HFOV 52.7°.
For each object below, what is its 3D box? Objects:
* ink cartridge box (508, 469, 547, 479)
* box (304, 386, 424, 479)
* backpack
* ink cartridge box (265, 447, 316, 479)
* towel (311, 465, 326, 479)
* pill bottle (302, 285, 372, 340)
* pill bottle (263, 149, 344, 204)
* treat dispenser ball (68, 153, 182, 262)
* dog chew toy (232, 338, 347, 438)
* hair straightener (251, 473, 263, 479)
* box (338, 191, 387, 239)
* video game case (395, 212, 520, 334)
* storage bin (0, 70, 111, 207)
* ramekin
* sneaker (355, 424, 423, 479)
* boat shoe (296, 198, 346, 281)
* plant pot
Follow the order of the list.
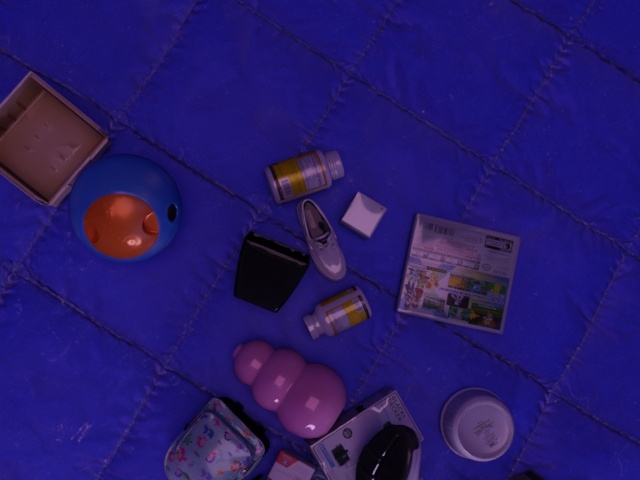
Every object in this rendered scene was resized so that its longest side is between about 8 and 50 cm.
[{"bbox_3d":[0.630,0.789,1.803,0.088,0.193,0.234,-18,88,-6],"label":"ink cartridge box"},{"bbox_3d":[0.122,0.556,1.805,0.290,0.087,0.169,-28,89,-15],"label":"box"},{"bbox_3d":[-0.289,0.578,1.736,0.225,0.191,0.253,43,92,10],"label":"backpack"},{"bbox_3d":[-0.094,0.674,1.796,0.109,0.063,0.150,27,85,9],"label":"ink cartridge box"},{"bbox_3d":[0.015,0.662,1.833,0.067,0.029,0.119,31,83,-4],"label":"towel"},{"bbox_3d":[0.045,0.210,1.832,0.184,0.103,0.103,-25,89,-7],"label":"pill bottle"},{"bbox_3d":[-0.046,-0.187,1.844,0.215,0.117,0.117,-19,88,-7],"label":"pill bottle"},{"bbox_3d":[-0.513,-0.085,1.707,0.288,0.288,0.288,0,86,-6],"label":"treat dispenser ball"},{"bbox_3d":[-0.095,0.389,1.765,0.332,0.206,0.206,33,83,6],"label":"dog chew toy"},{"bbox_3d":[-0.245,0.731,1.793,0.230,0.047,0.089,-43,91,-7],"label":"hair straightener"},{"bbox_3d":[0.121,-0.070,1.867,0.102,0.087,0.101,32,83,-3],"label":"box"},{"bbox_3d":[0.408,0.098,1.911,0.329,0.036,0.300,13,85,-5],"label":"video game case"},{"bbox_3d":[-0.765,-0.269,1.776,0.260,0.123,0.262,39,83,-1],"label":"storage bin"},{"bbox_3d":[0.454,0.529,1.847,0.207,0.109,0.207,0,86,-6],"label":"ramekin"},{"bbox_3d":[0.234,0.666,1.735,0.258,0.169,0.447,-1,116,-32],"label":"sneaker"},{"bbox_3d":[0.000,0.000,1.852,0.095,0.084,0.258,-29,89,-7],"label":"boat shoe"},{"bbox_3d":[-0.148,0.092,1.790,0.188,0.187,0.167,23,96,-4],"label":"plant pot"}]
